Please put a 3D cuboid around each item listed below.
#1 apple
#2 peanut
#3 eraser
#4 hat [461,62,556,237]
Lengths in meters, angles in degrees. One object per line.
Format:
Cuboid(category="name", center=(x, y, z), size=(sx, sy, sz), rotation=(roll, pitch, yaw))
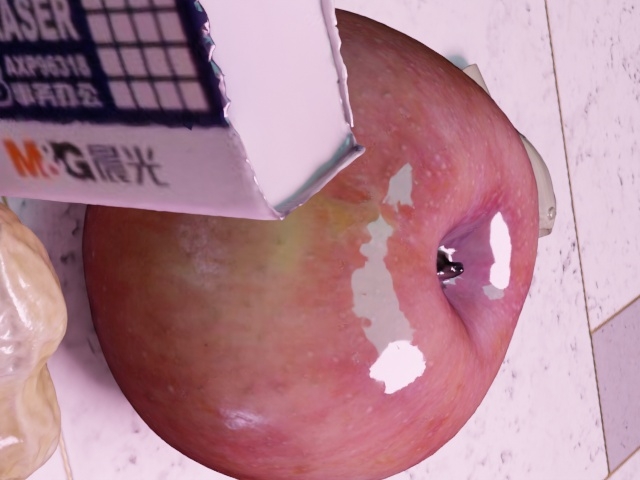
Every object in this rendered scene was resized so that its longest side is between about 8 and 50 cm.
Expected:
Cuboid(category="apple", center=(0.000, 0.000, 0.921), size=(0.306, 0.235, 0.305), rotation=(-5, 96, -54))
Cuboid(category="peanut", center=(-0.180, 0.053, 0.781), size=(0.214, 0.099, 0.090), rotation=(96, -19, -47))
Cuboid(category="eraser", center=(-0.122, -0.088, 0.724), size=(0.086, 0.287, 0.130), rotation=(-37, 120, -41))
Cuboid(category="hat", center=(0.150, -0.068, 1.249), size=(0.122, 0.081, 0.166), rotation=(-33, 106, -49))
